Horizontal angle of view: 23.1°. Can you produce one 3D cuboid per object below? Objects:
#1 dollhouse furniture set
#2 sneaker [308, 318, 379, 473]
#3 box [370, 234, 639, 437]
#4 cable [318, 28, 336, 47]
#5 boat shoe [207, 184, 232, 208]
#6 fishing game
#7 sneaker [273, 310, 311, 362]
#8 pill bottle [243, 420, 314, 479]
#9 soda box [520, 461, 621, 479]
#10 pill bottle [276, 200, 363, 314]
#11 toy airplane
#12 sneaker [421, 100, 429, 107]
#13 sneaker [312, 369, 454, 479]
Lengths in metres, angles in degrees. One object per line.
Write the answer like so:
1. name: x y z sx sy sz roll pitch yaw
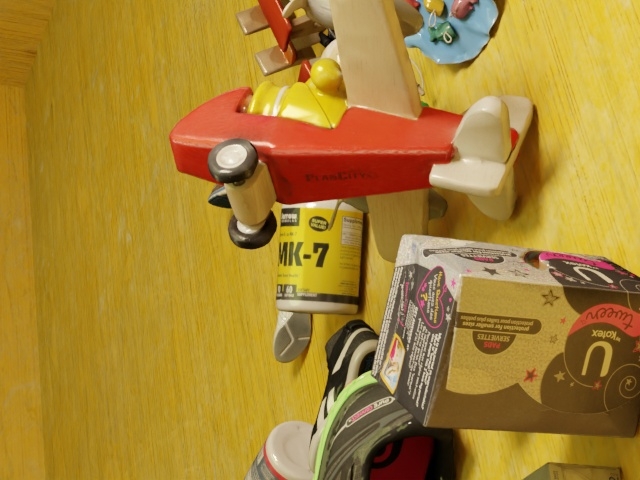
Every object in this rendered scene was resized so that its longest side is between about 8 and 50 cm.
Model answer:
1. dollhouse furniture set: -0.055 -0.309 2.287 0.262 0.135 0.259 108 139 -68
2. sneaker: 0.033 0.213 2.172 0.217 0.079 0.121 -66 24 17
3. box: 0.202 0.096 1.574 0.142 0.247 0.163 -142 61 -62
4. cable: 0.044 -0.351 2.327 0.151 0.047 0.185 -113 37 -49
5. boat shoe: -0.132 -0.105 2.663 0.183 0.066 0.066 -26 55 52
6. fishing game: 0.139 -0.309 1.975 0.189 0.041 0.264 53 139 3
7. sneaker: -0.039 0.113 2.400 0.061 0.053 0.152 -153 77 -75
8. pill bottle: -0.055 0.356 2.287 0.180 0.108 0.108 118 149 -42
9. soda box: 0.215 0.331 1.678 0.286 0.091 0.098 131 140 -53
10. pill bottle: 0.000 0.000 2.234 0.119 0.119 0.209 172 101 -66
11. toy airplane: 0.063 -0.146 1.866 0.386 0.384 0.272 -42 33 39
12. sneaker: 0.070 -0.157 2.153 0.295 0.109 0.124 15 95 57
13. sneaker: 0.055 0.401 1.921 0.202 0.185 0.483 -150 68 -70
